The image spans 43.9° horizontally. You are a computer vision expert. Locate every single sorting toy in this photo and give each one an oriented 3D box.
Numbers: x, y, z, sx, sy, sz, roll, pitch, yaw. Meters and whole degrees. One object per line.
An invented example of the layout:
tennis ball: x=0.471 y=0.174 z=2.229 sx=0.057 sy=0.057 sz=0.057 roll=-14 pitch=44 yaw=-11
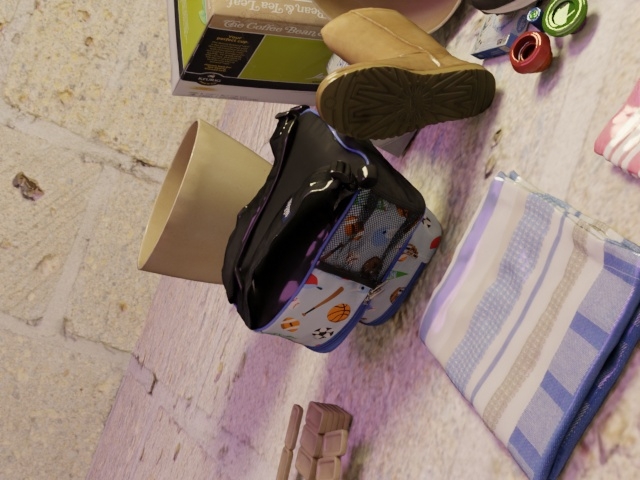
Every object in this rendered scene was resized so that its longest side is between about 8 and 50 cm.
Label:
sorting toy: x=0.246 y=-0.217 z=0.843 sx=0.102 sy=0.042 sz=0.061 roll=-42 pitch=45 yaw=31

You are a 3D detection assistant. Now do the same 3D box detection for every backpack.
backpack: x=0.000 y=0.000 z=0.993 sx=0.263 sy=0.213 sz=0.276 roll=-53 pitch=27 yaw=12

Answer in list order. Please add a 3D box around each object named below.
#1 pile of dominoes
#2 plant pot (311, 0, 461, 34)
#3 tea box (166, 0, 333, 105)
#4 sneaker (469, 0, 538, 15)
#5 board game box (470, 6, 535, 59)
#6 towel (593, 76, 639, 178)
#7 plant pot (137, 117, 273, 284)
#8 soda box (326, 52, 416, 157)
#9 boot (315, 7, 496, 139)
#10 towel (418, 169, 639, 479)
pile of dominoes: x=-0.013 y=0.333 z=0.988 sx=0.196 sy=0.040 sz=0.251 roll=-172 pitch=95 yaw=-71
plant pot: x=0.118 y=-0.462 z=1.169 sx=0.191 sy=0.284 sz=0.284 roll=-52 pitch=4 yaw=-41
tea box: x=-0.089 y=-0.415 z=1.460 sx=0.323 sy=0.329 sz=0.220 roll=149 pitch=118 yaw=-63
sneaker: x=0.246 y=-0.348 z=0.848 sx=0.271 sy=0.108 sz=0.100 roll=-38 pitch=34 yaw=51
board game box: x=0.228 y=-0.271 z=0.973 sx=0.090 sy=0.020 sz=0.090 roll=-68 pitch=18 yaw=-1
towel: x=0.289 y=-0.101 z=0.590 sx=0.144 sy=0.029 sz=0.197 roll=-64 pitch=18 yaw=15
plant pot: x=-0.122 y=-0.027 z=1.290 sx=0.256 sy=0.274 sz=0.256 roll=-54 pitch=23 yaw=37
soda box: x=0.083 y=-0.241 z=1.232 sx=0.091 sy=0.098 sz=0.286 roll=-58 pitch=21 yaw=24
boot: x=0.062 y=-0.224 z=1.015 sx=0.269 sy=0.236 sz=0.089 roll=-126 pitch=38 yaw=-51
towel: x=0.179 y=0.060 z=0.717 sx=0.209 sy=0.034 sz=0.285 roll=-65 pitch=18 yaw=12
